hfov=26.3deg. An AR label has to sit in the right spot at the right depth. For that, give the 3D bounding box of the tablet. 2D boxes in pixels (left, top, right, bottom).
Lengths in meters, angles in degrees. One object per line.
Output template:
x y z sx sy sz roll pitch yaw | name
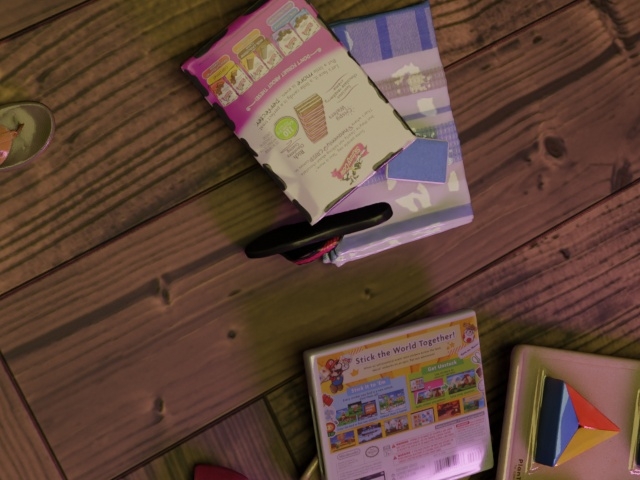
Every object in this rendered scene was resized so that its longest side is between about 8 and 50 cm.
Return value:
0.116 -0.097 1.643 0.083 0.006 0.054 4 90 -25 | tablet

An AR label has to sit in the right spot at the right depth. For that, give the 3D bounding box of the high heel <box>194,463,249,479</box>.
-0.136 0.386 1.598 0.117 0.082 0.244 24 99 6 | high heel

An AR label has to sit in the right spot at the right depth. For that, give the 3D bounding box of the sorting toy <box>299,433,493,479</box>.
0.094 0.269 1.690 0.208 0.038 0.193 39 80 -25 | sorting toy

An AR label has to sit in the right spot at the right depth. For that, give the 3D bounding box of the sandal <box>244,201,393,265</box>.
0.000 0.000 1.584 0.179 0.067 0.040 -15 111 4 | sandal

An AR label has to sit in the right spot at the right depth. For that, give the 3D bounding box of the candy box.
-0.025 -0.157 1.549 0.159 0.071 0.233 -39 100 1 | candy box

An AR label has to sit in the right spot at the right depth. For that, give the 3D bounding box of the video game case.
0.097 0.205 1.647 0.227 0.026 0.206 -13 103 -22 | video game case

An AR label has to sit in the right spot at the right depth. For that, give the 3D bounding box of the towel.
0.071 -0.129 1.643 0.209 0.034 0.285 -16 100 -20 | towel

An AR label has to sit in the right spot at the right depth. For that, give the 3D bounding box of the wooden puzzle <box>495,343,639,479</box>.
0.376 0.310 1.753 0.347 0.080 0.322 9 86 -27 | wooden puzzle

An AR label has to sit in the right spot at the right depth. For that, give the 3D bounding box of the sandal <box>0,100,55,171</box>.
-0.369 -0.103 1.461 0.180 0.049 0.072 -13 100 -20 | sandal
